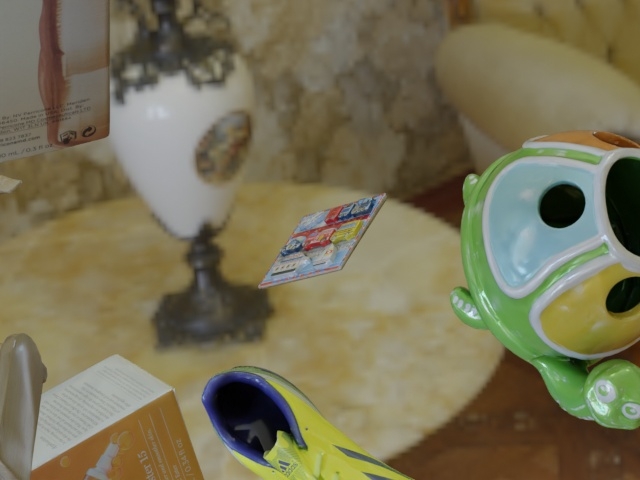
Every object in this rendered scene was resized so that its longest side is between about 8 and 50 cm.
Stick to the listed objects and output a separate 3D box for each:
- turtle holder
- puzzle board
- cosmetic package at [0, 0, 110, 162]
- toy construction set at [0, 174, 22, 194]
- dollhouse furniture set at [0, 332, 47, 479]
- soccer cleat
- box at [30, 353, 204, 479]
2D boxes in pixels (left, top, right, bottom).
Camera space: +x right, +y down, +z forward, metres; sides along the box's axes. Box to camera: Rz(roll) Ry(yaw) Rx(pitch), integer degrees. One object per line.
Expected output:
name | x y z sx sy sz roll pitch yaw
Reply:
turtle holder | 0.278 0.026 1.926 0.227 0.243 0.320 -33 29 57
puzzle board | 0.000 0.000 1.682 0.128 0.011 0.096 -15 34 51
cosmetic package | -0.257 -0.222 1.492 0.129 0.296 0.153 -15 56 -18
toy construction set | -0.457 -0.051 1.944 0.237 0.258 0.309 7 17 38
dollhouse furniture set | -0.435 0.146 1.710 0.362 0.394 0.256 -10 52 15
soccer cleat | 0.006 0.209 1.535 0.289 0.093 0.121 37 4 28
box | -0.338 0.334 2.279 0.345 0.215 0.168 -29 28 -24
